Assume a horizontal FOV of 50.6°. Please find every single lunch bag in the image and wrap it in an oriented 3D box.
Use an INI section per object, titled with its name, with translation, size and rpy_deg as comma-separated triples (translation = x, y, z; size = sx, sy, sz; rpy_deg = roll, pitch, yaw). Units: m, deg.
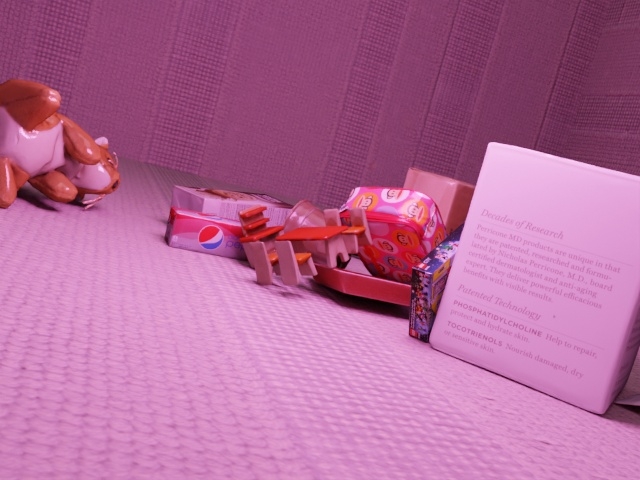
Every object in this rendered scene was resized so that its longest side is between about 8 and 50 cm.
[lunch bag]
translation = 0.171, -0.008, 1.628
size = 0.258, 0.120, 0.293
rpy_deg = 9, -31, 34

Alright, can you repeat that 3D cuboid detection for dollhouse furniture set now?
[dollhouse furniture set]
translation = -0.059, -0.012, 1.480
size = 0.259, 0.135, 0.262
rpy_deg = -2, 16, 42

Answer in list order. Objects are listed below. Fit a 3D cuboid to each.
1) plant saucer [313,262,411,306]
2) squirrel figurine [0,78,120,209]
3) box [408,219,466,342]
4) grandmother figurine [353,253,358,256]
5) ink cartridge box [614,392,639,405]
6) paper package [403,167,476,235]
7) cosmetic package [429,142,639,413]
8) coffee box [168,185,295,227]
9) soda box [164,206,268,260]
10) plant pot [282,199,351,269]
[plant saucer]
translation = 0.117, 0.103, 1.516
size = 0.258, 0.048, 0.259
rpy_deg = 13, -2, -18
[squirrel figurine]
translation = -0.691, -0.230, 1.666
size = 0.396, 0.281, 0.370
rpy_deg = 21, 3, 24
[box]
translation = 0.253, 0.074, 1.339
size = 0.044, 0.159, 0.233
rpy_deg = 20, 37, 31
[grandmother figurine]
translation = 0.187, 0.026, 2.188
size = 0.207, 0.104, 0.342
rpy_deg = -17, 10, 5
[ink cartridge box]
translation = 0.765, 0.337, 1.198
size = 0.384, 0.091, 0.308
rpy_deg = -1, -5, 42
[paper package]
translation = 0.347, -0.032, 2.033
size = 0.168, 0.325, 0.309
rpy_deg = 20, 8, 32
[cosmetic package]
translation = 0.460, 0.060, 1.294
size = 0.327, 0.394, 0.329
rpy_deg = 19, 7, 30
[coffee box]
translation = -0.235, -0.065, 1.828
size = 0.297, 0.119, 0.168
rpy_deg = 3, 13, -41
[soda box]
translation = -0.232, -0.009, 1.623
size = 0.263, 0.084, 0.092
rpy_deg = 11, 8, -23
[plant pot]
translation = 0.000, 0.000, 1.783
size = 0.165, 0.167, 0.167
rpy_deg = 25, 10, 19
